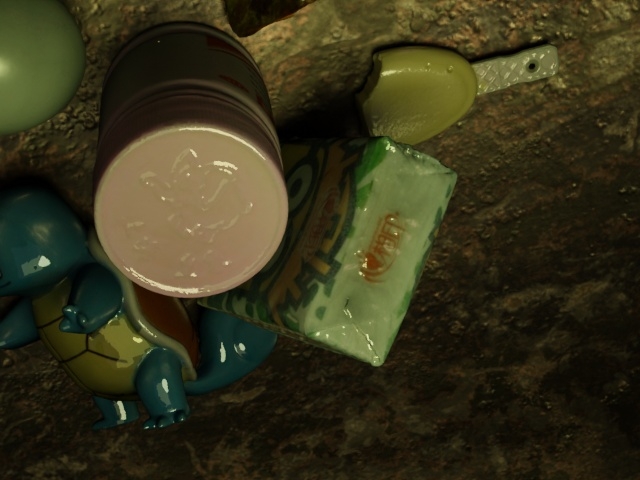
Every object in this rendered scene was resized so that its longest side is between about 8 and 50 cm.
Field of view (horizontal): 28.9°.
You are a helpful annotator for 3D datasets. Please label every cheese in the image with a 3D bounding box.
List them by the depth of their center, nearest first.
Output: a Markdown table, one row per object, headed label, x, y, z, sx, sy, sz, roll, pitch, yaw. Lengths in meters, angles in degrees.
| label | x | y | z | sx | sy | sz | roll | pitch | yaw |
| --- | --- | --- | --- | --- | --- | --- | --- | --- | --- |
| cheese | 0.164 | -0.192 | 1.506 | 0.255 | 0.050 | 0.127 | -16 | 117 | -1 |

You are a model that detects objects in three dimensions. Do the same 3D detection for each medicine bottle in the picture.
| label | x | y | z | sx | sy | sz | roll | pitch | yaw |
| --- | --- | --- | --- | --- | --- | --- | --- | --- | --- |
| medicine bottle | -0.145 | -0.097 | 1.359 | 0.202 | 0.316 | 0.202 | -3 | 119 | -6 |

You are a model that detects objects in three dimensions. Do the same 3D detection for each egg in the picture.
| label | x | y | z | sx | sy | sz | roll | pitch | yaw |
| --- | --- | --- | --- | --- | --- | --- | --- | --- | --- |
| egg | -0.382 | -0.205 | 1.333 | 0.264 | 0.183 | 0.183 | 3 | 119 | -30 |

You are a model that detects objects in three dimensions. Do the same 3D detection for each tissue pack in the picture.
| label | x | y | z | sx | sy | sz | roll | pitch | yaw |
| --- | --- | --- | --- | --- | --- | --- | --- | --- | --- |
| tissue pack | 0.000 | 0.000 | 1.399 | 0.128 | 0.311 | 0.228 | 24 | 83 | -25 |

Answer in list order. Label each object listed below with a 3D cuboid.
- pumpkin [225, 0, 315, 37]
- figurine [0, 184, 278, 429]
| label | x | y | z | sx | sy | sz | roll | pitch | yaw |
| --- | --- | --- | --- | --- | --- | --- | --- | --- | --- |
| pumpkin | -0.010 | -0.382 | 1.353 | 0.258 | 0.095 | 0.290 | -10 | 110 | 11 |
| figurine | -0.249 | 0.108 | 1.514 | 0.416 | 0.298 | 0.243 | 28 | 77 | -23 |
